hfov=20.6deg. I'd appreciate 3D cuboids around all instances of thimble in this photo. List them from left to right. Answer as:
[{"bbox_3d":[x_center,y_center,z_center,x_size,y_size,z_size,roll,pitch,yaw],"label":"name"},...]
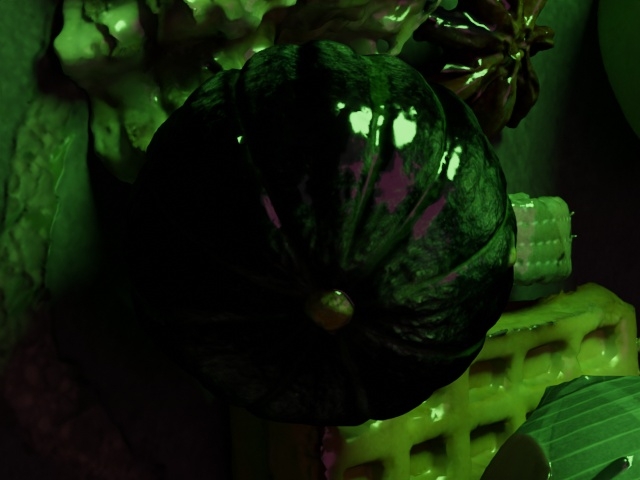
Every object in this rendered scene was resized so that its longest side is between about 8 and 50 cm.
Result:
[{"bbox_3d":[0.128,-0.001,1.202,0.110,0.084,0.062,-3,95,-39],"label":"thimble"}]

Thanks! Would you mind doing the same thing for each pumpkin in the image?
[{"bbox_3d":[0.000,0.000,0.962,0.220,0.162,0.221,-2,118,-4],"label":"pumpkin"}]

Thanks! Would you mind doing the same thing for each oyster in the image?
[{"bbox_3d":[0.000,-0.182,1.028,0.351,0.115,0.238,-26,122,-7],"label":"oyster"}]

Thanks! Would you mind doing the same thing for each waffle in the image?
[{"bbox_3d":[0.089,0.157,1.176,0.327,0.098,0.224,-10,101,-43],"label":"waffle"}]

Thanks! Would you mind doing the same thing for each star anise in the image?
[{"bbox_3d":[0.116,-0.136,1.189,0.168,0.057,0.168,-24,128,-35],"label":"star anise"}]

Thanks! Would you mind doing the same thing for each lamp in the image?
[{"bbox_3d":[0.197,0.190,1.068,0.265,0.233,0.233,-20,107,-25],"label":"lamp"}]

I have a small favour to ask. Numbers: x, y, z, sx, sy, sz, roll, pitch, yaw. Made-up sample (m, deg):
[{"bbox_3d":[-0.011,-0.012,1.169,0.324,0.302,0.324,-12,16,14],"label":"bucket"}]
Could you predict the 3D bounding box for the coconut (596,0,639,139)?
[{"bbox_3d":[0.358,-0.166,1.263,0.328,0.328,0.281,-24,77,-38],"label":"coconut"}]
